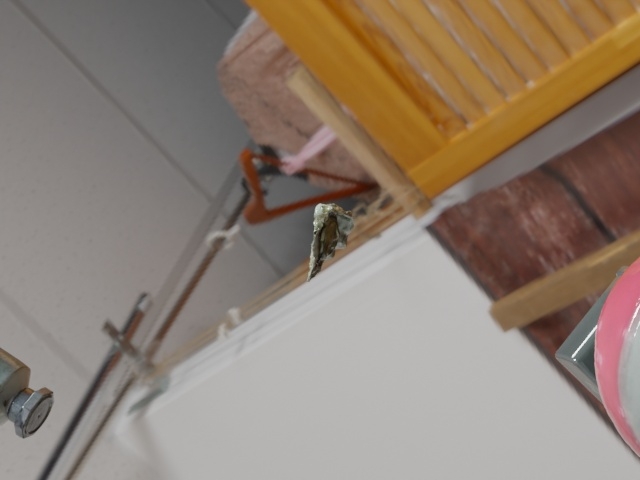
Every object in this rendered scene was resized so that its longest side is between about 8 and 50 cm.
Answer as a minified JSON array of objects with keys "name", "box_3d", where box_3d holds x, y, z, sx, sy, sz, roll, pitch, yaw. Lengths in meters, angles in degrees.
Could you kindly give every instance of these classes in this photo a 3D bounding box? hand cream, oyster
[{"name":"hand cream","box_3d":[-0.326,0.080,0.857,0.256,0.088,0.055,28,175,13]},{"name":"oyster","box_3d":[0.000,0.000,1.251,0.037,0.100,0.098,33,-166,16]}]

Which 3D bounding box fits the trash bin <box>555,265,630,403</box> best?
[{"name":"trash bin","box_3d":[0.517,0.153,1.746,0.176,0.236,0.101,43,173,-11]}]

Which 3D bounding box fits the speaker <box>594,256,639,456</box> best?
[{"name":"speaker","box_3d":[0.427,0.129,1.136,0.294,0.294,0.294,36,-145,-31]}]
